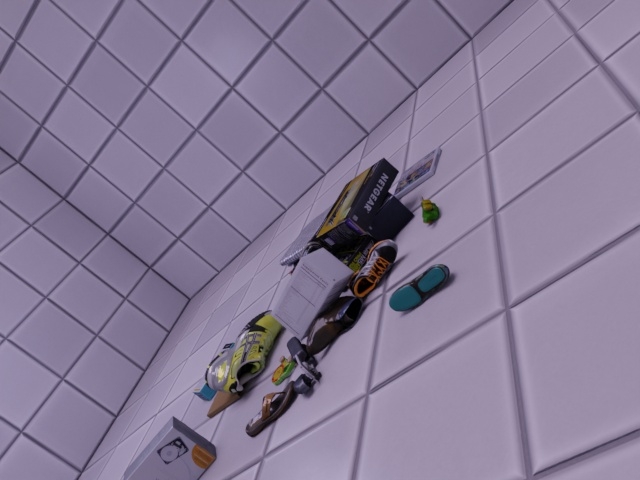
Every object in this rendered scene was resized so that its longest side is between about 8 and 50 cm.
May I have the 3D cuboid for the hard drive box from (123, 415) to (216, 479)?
[{"bbox_3d":[-0.473,0.708,1.828,0.232,0.181,0.089,-50,15,-3],"label":"hard drive box"}]

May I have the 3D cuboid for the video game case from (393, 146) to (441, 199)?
[{"bbox_3d":[0.369,-0.254,2.211,0.201,0.023,0.183,-35,19,40],"label":"video game case"}]

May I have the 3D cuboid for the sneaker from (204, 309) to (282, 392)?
[{"bbox_3d":[-0.241,0.411,2.101,0.147,0.145,0.384,15,48,34],"label":"sneaker"}]

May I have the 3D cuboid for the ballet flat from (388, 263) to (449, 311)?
[{"bbox_3d":[0.256,0.121,1.475,0.188,0.070,0.070,-37,17,32],"label":"ballet flat"}]

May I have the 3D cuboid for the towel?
[{"bbox_3d":[0.000,0.000,2.201,0.235,0.121,0.283,-34,16,50],"label":"towel"}]

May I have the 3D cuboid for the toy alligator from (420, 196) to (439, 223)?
[{"bbox_3d":[0.344,-0.101,1.816,0.051,0.056,0.189,-2,24,7],"label":"toy alligator"}]

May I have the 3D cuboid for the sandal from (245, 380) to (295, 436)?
[{"bbox_3d":[-0.155,0.489,1.700,0.219,0.060,0.090,-44,14,18],"label":"sandal"}]

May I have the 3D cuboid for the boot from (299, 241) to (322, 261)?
[{"bbox_3d":[-0.019,0.142,1.981,0.178,0.085,0.236,-120,39,-57],"label":"boot"}]

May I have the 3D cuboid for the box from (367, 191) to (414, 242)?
[{"bbox_3d":[0.219,-0.087,2.030,0.153,0.108,0.207,-47,14,8],"label":"box"}]

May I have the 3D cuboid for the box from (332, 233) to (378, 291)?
[{"bbox_3d":[0.078,0.086,2.095,0.216,0.060,0.270,-52,14,-18],"label":"box"}]

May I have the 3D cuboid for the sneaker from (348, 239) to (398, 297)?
[{"bbox_3d":[0.167,0.092,1.771,0.215,0.084,0.083,-55,11,17],"label":"sneaker"}]

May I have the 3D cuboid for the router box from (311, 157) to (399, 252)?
[{"bbox_3d":[0.121,-0.119,2.020,0.243,0.081,0.309,-31,23,53],"label":"router box"}]

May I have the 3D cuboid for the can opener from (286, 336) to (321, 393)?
[{"bbox_3d":[-0.066,0.371,1.722,0.095,0.076,0.283,-48,13,-3],"label":"can opener"}]

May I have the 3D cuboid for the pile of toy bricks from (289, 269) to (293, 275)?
[{"bbox_3d":[-0.074,0.147,2.294,0.212,0.105,0.118,-47,14,8],"label":"pile of toy bricks"}]

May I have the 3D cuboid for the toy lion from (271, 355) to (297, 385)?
[{"bbox_3d":[-0.120,0.419,1.857,0.100,0.034,0.096,-23,36,60],"label":"toy lion"}]

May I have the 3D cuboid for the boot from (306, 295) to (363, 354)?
[{"bbox_3d":[0.042,0.245,1.721,0.219,0.082,0.106,-53,12,-25],"label":"boot"}]

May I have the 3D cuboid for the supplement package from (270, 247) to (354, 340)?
[{"bbox_3d":[-0.026,0.167,1.813,0.134,0.139,0.244,-24,-32,-57],"label":"supplement package"}]

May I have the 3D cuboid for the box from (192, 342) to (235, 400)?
[{"bbox_3d":[-0.420,0.537,2.380,0.244,0.060,0.100,-56,16,-28],"label":"box"}]

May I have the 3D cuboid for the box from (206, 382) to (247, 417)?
[{"bbox_3d":[-0.333,0.556,2.147,0.201,0.021,0.164,-39,16,32],"label":"box"}]
